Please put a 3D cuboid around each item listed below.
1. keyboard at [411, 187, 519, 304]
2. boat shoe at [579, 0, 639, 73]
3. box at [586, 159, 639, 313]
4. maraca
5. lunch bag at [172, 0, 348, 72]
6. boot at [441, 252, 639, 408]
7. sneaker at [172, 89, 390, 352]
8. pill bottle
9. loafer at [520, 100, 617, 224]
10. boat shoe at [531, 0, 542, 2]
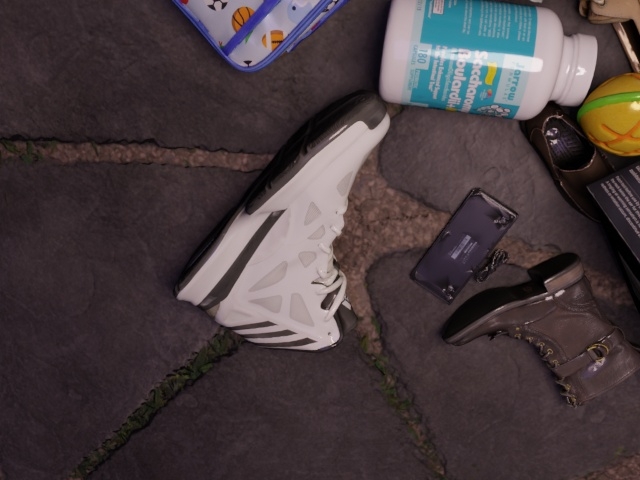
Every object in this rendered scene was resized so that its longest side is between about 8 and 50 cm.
[{"bbox_3d":[0.233,0.017,0.988,0.108,0.023,0.180,34,110,3],"label":"keyboard"},{"bbox_3d":[0.387,-0.319,0.800,0.110,0.122,0.341,-36,102,18],"label":"boat shoe"},{"bbox_3d":[0.549,0.006,0.807,0.294,0.183,0.296,-27,127,16],"label":"box"},{"bbox_3d":[0.405,-0.155,0.818,0.127,0.185,0.099,2,82,38],"label":"maraca"},{"bbox_3d":[-0.056,-0.385,0.833,0.303,0.115,0.243,-37,98,27],"label":"lunch bag"},{"bbox_3d":[0.349,0.167,0.983,0.262,0.091,0.229,-29,101,14],"label":"boot"},{"bbox_3d":[0.000,0.000,0.964,0.257,0.169,0.447,38,117,-14],"label":"sneaker"},{"bbox_3d":[0.215,-0.240,0.839,0.263,0.146,0.146,8,109,6],"label":"pill bottle"},{"bbox_3d":[0.364,-0.100,0.898,0.080,0.078,0.220,-42,98,18],"label":"loafer"},{"bbox_3d":[0.269,-0.335,0.749,0.306,0.105,0.113,26,137,35],"label":"boat shoe"}]
